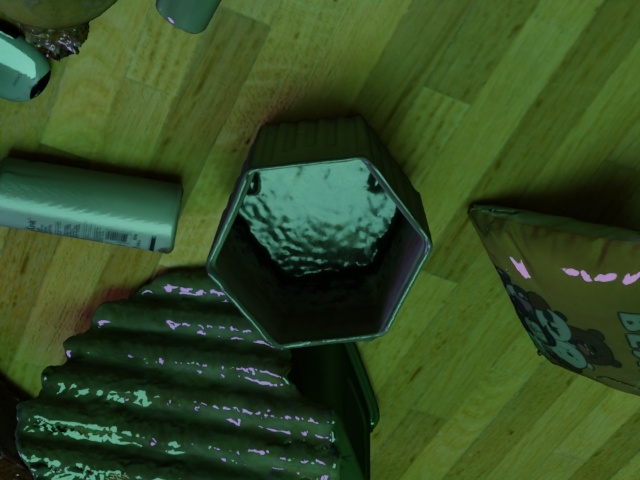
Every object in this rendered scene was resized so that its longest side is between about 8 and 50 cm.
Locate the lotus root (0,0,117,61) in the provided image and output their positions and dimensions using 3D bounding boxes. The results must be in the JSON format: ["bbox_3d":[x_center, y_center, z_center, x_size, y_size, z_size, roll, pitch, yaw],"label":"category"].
[{"bbox_3d":[-0.247,-0.305,0.955,0.169,0.151,0.342,7,130,-10],"label":"lotus root"}]

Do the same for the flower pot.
[{"bbox_3d":[-0.001,-0.014,1.155,0.239,0.189,0.209,-7,111,3],"label":"flower pot"}]

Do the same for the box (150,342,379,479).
[{"bbox_3d":[-0.092,0.267,1.431,0.329,0.178,0.252,-13,131,10],"label":"box"}]

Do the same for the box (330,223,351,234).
[{"bbox_3d":[0.000,0.000,1.292,0.098,0.045,0.062,-12,130,9],"label":"box"}]

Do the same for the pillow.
[{"bbox_3d":[0.348,0.083,1.258,0.312,0.119,0.310,14,144,45],"label":"pillow"}]

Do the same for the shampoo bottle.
[{"bbox_3d":[-0.297,-0.046,1.219,0.262,0.085,0.085,9,130,-9],"label":"shampoo bottle"}]

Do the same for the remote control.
[{"bbox_3d":[-0.406,-0.221,1.092,0.256,0.045,0.097,24,126,-24],"label":"remote control"}]

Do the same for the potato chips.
[{"bbox_3d":[-0.174,0.217,1.275,0.389,0.373,0.097,-18,164,5],"label":"potato chips"}]

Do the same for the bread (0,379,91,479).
[{"bbox_3d":[-0.507,0.258,1.455,0.165,0.113,0.416,-27,125,19],"label":"bread"}]

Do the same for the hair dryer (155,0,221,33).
[{"bbox_3d":[-0.120,-0.301,0.923,0.298,0.119,0.296,-30,154,-34],"label":"hair dryer"}]
